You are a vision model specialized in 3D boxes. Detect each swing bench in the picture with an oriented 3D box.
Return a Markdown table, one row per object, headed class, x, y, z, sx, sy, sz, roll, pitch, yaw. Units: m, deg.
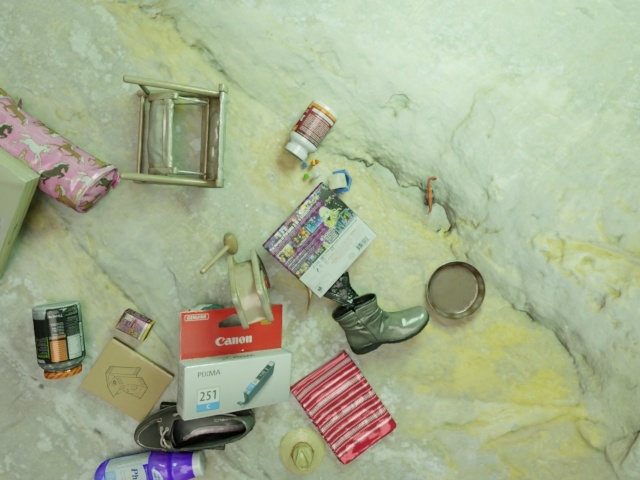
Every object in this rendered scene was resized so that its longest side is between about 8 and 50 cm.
| class | x | y | z | sx | sy | sz | roll | pitch | yaw |
| --- | --- | --- | --- | --- | --- | --- | --- | --- | --- |
| swing bench | -0.364 | -0.269 | 1.276 | 0.255 | 0.165 | 0.253 | 4 | 93 | -8 |

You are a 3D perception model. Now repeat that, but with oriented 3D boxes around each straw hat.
| class | x | y | z | sx | sy | sz | roll | pitch | yaw |
| --- | --- | --- | --- | --- | --- | --- | --- | --- | --- |
| straw hat | -0.050 | 0.607 | 1.391 | 0.144 | 0.061 | 0.144 | 0 | 94 | -2 |

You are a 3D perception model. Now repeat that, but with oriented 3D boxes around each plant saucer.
| class | x | y | z | sx | sy | sz | roll | pitch | yaw |
| --- | --- | --- | --- | --- | --- | --- | --- | --- | --- |
| plant saucer | 0.379 | 0.139 | 1.396 | 0.168 | 0.029 | 0.168 | 0 | 95 | -2 |

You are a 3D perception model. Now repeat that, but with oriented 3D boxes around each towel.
| class | x | y | z | sx | sy | sz | roll | pitch | yaw |
| --- | --- | --- | --- | --- | --- | --- | --- | --- | --- |
| towel | 0.066 | 0.476 | 1.404 | 0.199 | 0.031 | 0.275 | -35 | 94 | -1 |

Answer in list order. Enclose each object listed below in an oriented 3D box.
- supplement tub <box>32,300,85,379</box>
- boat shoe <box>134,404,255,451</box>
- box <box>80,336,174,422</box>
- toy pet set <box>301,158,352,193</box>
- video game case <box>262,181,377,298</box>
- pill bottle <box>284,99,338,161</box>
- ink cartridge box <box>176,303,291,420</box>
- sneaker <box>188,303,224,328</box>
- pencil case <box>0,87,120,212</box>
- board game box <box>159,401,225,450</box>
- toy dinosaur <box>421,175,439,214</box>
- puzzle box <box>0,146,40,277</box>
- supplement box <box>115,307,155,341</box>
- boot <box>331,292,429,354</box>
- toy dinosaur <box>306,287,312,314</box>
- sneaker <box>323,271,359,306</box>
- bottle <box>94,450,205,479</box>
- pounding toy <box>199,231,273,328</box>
| class | x | y | z | sx | sy | sz | roll | pitch | yaw |
| --- | --- | --- | --- | --- | --- | --- | --- | --- | --- |
| supplement tub | -0.692 | 0.262 | 1.314 | 0.117 | 0.117 | 0.190 | -3 | 94 | -2 |
| boat shoe | -0.343 | 0.504 | 1.327 | 0.335 | 0.095 | 0.112 | -9 | 94 | -2 |
| box | -0.536 | 0.390 | 1.377 | 0.201 | 0.021 | 0.164 | 34 | 92 | -5 |
| toy pet set | 0.022 | -0.164 | 1.358 | 0.114 | 0.065 | 0.122 | -9 | 91 | 33 |
| video game case | 0.000 | 0.000 | 1.306 | 0.210 | 0.042 | 0.232 | 43 | 87 | -15 |
| pill bottle | -0.027 | -0.291 | 1.322 | 0.086 | 0.086 | 0.152 | 35 | 91 | -4 |
| ink cartridge box | -0.219 | 0.311 | 1.299 | 0.296 | 0.066 | 0.261 | 0 | 95 | -31 |
| sneaker | -0.289 | 0.309 | 1.346 | 0.110 | 0.107 | 0.275 | -9 | 96 | -14 |
| pencil case | -0.713 | -0.227 | 1.259 | 0.386 | 0.160 | 0.167 | 36 | 75 | -4 |
| board game box | -0.358 | 0.522 | 1.390 | 0.186 | 0.026 | 0.126 | 3 | 93 | -3 |
| toy dinosaur | 0.305 | -0.132 | 1.355 | 0.047 | 0.090 | 0.082 | -7 | 138 | 8 |
| puzzle box | -0.886 | -0.083 | 1.234 | 0.272 | 0.052 | 0.409 | 37 | 117 | -5 |
| supplement box | -0.507 | 0.231 | 1.356 | 0.083 | 0.043 | 0.055 | 30 | 92 | -5 |
| boot | 0.166 | 0.204 | 1.333 | 0.246 | 0.083 | 0.161 | -24 | 122 | 1 |
| toy dinosaur | -0.055 | 0.082 | 1.367 | 0.112 | 0.064 | 0.211 | -40 | 84 | 14 |
| sneaker | 0.066 | 0.128 | 1.370 | 0.170 | 0.051 | 0.089 | 20 | 97 | 0 |
| bottle | -0.463 | 0.640 | 1.359 | 0.283 | 0.092 | 0.118 | -10 | 99 | -2 |
| pounding toy | -0.216 | 0.118 | 1.297 | 0.155 | 0.269 | 0.154 | -17 | 134 | -1 |
